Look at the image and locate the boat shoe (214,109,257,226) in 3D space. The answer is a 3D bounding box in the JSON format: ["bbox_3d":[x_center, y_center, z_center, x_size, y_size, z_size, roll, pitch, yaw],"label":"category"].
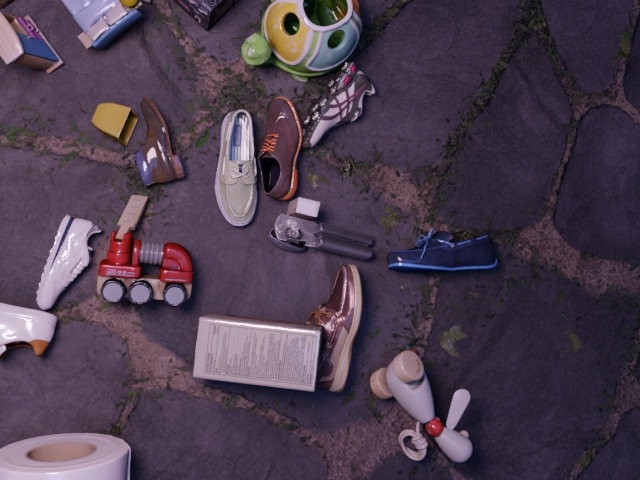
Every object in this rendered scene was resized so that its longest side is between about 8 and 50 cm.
[{"bbox_3d":[-0.216,-0.187,1.545,0.109,0.094,0.302,-3,89,-15],"label":"boat shoe"}]

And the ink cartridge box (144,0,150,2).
[{"bbox_3d":[-0.493,-0.735,1.524,0.189,0.066,0.232,15,64,-13],"label":"ink cartridge box"}]

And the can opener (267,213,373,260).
[{"bbox_3d":[0.000,0.000,1.617,0.284,0.095,0.075,15,60,-22],"label":"can opener"}]

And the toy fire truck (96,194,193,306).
[{"bbox_3d":[-0.419,0.021,1.474,0.217,0.158,0.246,5,97,-14],"label":"toy fire truck"}]

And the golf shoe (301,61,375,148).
[{"bbox_3d":[0.046,-0.346,1.617,0.120,0.105,0.272,36,81,-18],"label":"golf shoe"}]

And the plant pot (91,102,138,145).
[{"bbox_3d":[-0.510,-0.293,1.483,0.083,0.081,0.081,21,83,-1],"label":"plant pot"}]

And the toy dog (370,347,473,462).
[{"bbox_3d":[0.287,0.422,1.628,0.161,0.220,0.333,-39,108,-44],"label":"toy dog"}]

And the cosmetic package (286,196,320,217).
[{"bbox_3d":[-0.046,-0.082,1.575,0.060,0.115,0.041,13,84,-13],"label":"cosmetic package"}]

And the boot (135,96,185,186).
[{"bbox_3d":[-0.426,-0.242,1.499,0.106,0.082,0.219,-25,96,-17],"label":"boot"}]

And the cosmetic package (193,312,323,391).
[{"bbox_3d":[-0.148,0.271,1.488,0.297,0.129,0.153,7,89,3],"label":"cosmetic package"}]

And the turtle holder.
[{"bbox_3d":[-0.047,-0.552,1.532,0.321,0.227,0.243,-2,89,-15],"label":"turtle holder"}]

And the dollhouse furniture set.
[{"bbox_3d":[-0.610,-0.570,1.356,0.303,0.198,0.286,-34,97,6],"label":"dollhouse furniture set"}]

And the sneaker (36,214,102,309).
[{"bbox_3d":[-0.606,0.059,1.445,0.095,0.090,0.235,21,85,-23],"label":"sneaker"}]

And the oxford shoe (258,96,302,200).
[{"bbox_3d":[-0.109,-0.242,1.557,0.097,0.098,0.271,-3,88,26],"label":"oxford shoe"}]

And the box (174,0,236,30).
[{"bbox_3d":[-0.262,-0.689,1.526,0.163,0.142,0.247,42,78,-9],"label":"box"}]

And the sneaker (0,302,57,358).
[{"bbox_3d":[-0.766,0.201,1.372,0.290,0.106,0.123,14,67,-15],"label":"sneaker"}]

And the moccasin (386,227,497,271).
[{"bbox_3d":[0.330,0.029,1.678,0.342,0.138,0.116,0,84,-29],"label":"moccasin"}]

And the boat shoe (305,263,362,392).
[{"bbox_3d":[0.023,0.225,1.585,0.123,0.123,0.341,11,92,-15],"label":"boat shoe"}]

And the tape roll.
[{"bbox_3d":[-0.572,0.513,1.334,0.287,0.286,0.100,2,87,-15],"label":"tape roll"}]
